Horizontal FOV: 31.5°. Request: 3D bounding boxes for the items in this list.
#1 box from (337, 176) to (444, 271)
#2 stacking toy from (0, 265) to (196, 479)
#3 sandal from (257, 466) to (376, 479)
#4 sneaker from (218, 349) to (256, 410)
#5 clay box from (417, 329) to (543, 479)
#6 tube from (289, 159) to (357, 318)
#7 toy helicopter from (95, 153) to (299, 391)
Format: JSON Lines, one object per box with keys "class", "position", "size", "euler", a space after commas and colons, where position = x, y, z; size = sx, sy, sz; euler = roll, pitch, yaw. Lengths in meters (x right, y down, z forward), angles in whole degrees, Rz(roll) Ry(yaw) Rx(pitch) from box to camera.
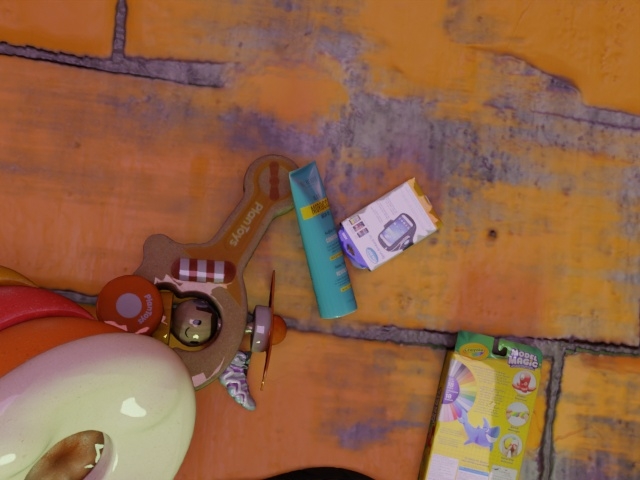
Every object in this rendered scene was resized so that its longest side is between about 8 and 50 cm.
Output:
{"class": "box", "position": [0.091, -0.018, 1.559], "size": [0.136, 0.028, 0.081], "euler": [-32, 89, -3]}
{"class": "stacking toy", "position": [-0.410, 0.149, 1.368], "size": [0.350, 0.350, 0.480], "euler": [-47, 55, -6]}
{"class": "sandal", "position": [-0.043, 0.366, 1.493], "size": [0.302, 0.120, 0.086], "euler": [-6, 106, 1]}
{"class": "sneaker", "position": [-0.104, 0.175, 1.525], "size": [0.069, 0.038, 0.098], "euler": [-42, 91, -5]}
{"class": "clay box", "position": [0.218, 0.242, 1.539], "size": [0.127, 0.053, 0.222], "euler": [14, 84, -3]}
{"class": "tube", "position": [0.000, 0.000, 1.519], "size": [0.052, 0.080, 0.207], "euler": [-11, 100, 22]}
{"class": "toy helicopter", "position": [-0.118, 0.044, 1.491], "size": [0.235, 0.140, 0.355], "euler": [31, 72, 4]}
